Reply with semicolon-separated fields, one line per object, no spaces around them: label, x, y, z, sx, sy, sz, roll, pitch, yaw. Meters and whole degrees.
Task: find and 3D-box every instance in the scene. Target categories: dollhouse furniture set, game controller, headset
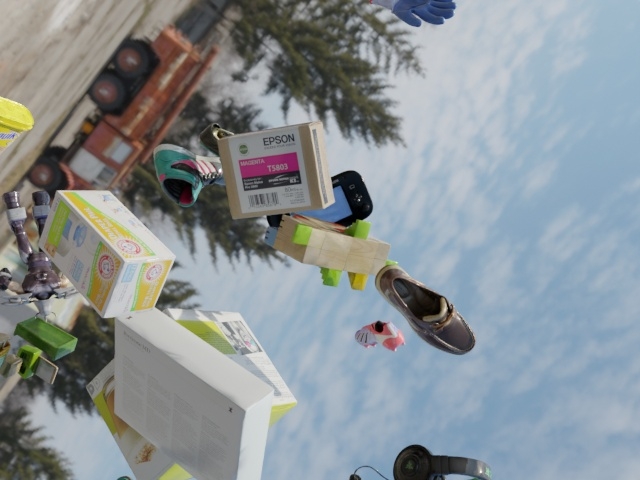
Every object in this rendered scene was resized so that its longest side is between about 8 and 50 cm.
dollhouse furniture set;-0.850;0.361;2.054;0.197;0.151;0.301;-65;169;17
game controller;-0.002;-0.092;2.262;0.319;0.166;0.067;-24;-152;-2
headset;0.273;0.684;2.053;0.395;0.243;0.185;-4;-125;13

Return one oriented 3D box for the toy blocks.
toy blocks;0.000;0.000;2.084;0.261;0.382;0.190;26;-79;50

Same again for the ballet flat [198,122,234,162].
ballet flat;-0.275;-0.270;2.253;0.280;0.095;0.096;44;-74;31

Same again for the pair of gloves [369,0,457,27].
pair of gloves;0.194;-0.450;1.328;0.198;0.159;0.023;-49;152;-26

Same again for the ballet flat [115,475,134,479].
ballet flat;-0.465;0.627;1.638;0.072;0.068;0.213;7;-130;24

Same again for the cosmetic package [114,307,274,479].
cosmetic package;-0.280;0.340;1.568;0.097;0.377;0.284;-32;141;-44

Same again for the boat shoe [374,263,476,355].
boat shoe;0.293;0.194;1.967;0.123;0.342;0.123;-48;-166;-6

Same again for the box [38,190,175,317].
box;-0.347;0.017;1.200;0.103;0.203;0.114;-5;129;-53

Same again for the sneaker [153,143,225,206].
sneaker;-0.378;-0.182;2.312;0.124;0.296;0.178;-45;-140;46

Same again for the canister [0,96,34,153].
canister;-0.812;-0.268;1.830;0.170;0.073;0.126;-37;158;19

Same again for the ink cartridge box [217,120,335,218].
ink cartridge box;-0.101;-0.158;1.695;0.235;0.193;0.088;-6;-168;22

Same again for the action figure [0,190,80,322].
action figure;-0.598;0.036;1.572;0.099;0.186;0.284;-38;-117;55

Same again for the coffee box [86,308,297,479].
coffee box;-0.340;0.418;2.004;0.338;0.334;0.338;-44;156;15

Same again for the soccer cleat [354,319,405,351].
soccer cleat;0.174;0.285;2.311;0.083;0.095;0.248;-31;-167;-22
